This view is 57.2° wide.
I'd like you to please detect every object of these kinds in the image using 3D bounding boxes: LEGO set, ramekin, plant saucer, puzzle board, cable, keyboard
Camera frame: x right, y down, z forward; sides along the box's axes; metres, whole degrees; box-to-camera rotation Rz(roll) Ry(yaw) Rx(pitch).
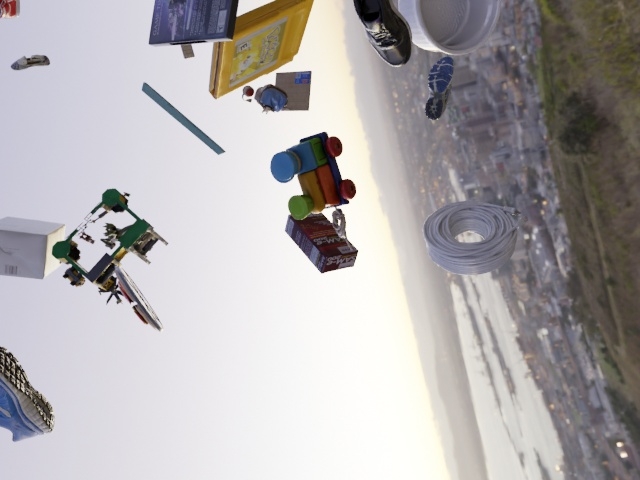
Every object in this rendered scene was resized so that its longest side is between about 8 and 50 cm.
[{"bbox_3d":[-0.650,0.020,1.857,0.331,0.255,0.192,-57,-16,-13],"label":"LEGO set"},{"bbox_3d":[0.355,-0.663,1.648,0.135,0.277,0.277,33,142,62],"label":"ramekin"},{"bbox_3d":[-0.259,-0.228,1.110,0.192,0.018,0.067,39,-178,-21],"label":"plant saucer"},{"bbox_3d":[-0.069,-0.371,1.461,0.011,0.128,0.096,-1,-80,-47],"label":"puzzle board"},{"bbox_3d":[0.426,-0.013,1.678,0.257,0.257,0.089,-45,-39,-29],"label":"cable"},{"bbox_3d":[-0.443,-0.697,1.823,0.072,0.014,0.256,-68,-33,-67],"label":"keyboard"}]

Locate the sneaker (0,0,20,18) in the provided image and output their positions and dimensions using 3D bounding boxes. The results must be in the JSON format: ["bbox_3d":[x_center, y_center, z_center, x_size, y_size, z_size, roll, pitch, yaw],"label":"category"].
[{"bbox_3d":[-0.684,-0.536,1.262,0.067,0.042,0.118,-58,-18,-57],"label":"sneaker"}]

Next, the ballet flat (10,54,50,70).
[{"bbox_3d":[-0.899,-0.555,1.815,0.041,0.114,0.041,46,145,47],"label":"ballet flat"}]

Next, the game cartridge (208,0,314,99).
[{"bbox_3d":[-0.174,-0.568,1.711,0.052,0.324,0.285,53,156,10],"label":"game cartridge"}]

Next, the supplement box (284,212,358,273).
[{"bbox_3d":[0.000,0.000,1.890,0.239,0.130,0.073,47,135,38],"label":"supplement box"}]

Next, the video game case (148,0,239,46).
[{"bbox_3d":[-0.274,-0.528,1.279,0.026,0.274,0.196,7,-86,-50],"label":"video game case"}]

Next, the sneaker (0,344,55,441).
[{"bbox_3d":[-0.854,0.418,1.565,0.130,0.147,0.330,43,156,63],"label":"sneaker"}]

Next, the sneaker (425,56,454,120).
[{"bbox_3d":[0.263,-0.333,1.282,0.058,0.052,0.135,-30,-42,-56],"label":"sneaker"}]

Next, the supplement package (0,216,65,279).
[{"bbox_3d":[-0.948,0.022,1.877,0.203,0.194,0.149,-122,41,-77],"label":"supplement package"}]

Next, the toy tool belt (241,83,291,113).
[{"bbox_3d":[-0.095,-0.255,1.058,0.051,0.083,0.052,49,123,45],"label":"toy tool belt"}]

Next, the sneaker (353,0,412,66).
[{"bbox_3d":[0.128,-0.501,1.348,0.283,0.107,0.124,56,-144,-40],"label":"sneaker"}]

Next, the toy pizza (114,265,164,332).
[{"bbox_3d":[-0.453,0.150,1.445,0.201,0.032,0.201,52,167,17],"label":"toy pizza"}]

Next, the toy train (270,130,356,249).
[{"bbox_3d":[-0.006,-0.073,1.131,0.143,0.105,0.248,-32,-73,-50],"label":"toy train"}]
